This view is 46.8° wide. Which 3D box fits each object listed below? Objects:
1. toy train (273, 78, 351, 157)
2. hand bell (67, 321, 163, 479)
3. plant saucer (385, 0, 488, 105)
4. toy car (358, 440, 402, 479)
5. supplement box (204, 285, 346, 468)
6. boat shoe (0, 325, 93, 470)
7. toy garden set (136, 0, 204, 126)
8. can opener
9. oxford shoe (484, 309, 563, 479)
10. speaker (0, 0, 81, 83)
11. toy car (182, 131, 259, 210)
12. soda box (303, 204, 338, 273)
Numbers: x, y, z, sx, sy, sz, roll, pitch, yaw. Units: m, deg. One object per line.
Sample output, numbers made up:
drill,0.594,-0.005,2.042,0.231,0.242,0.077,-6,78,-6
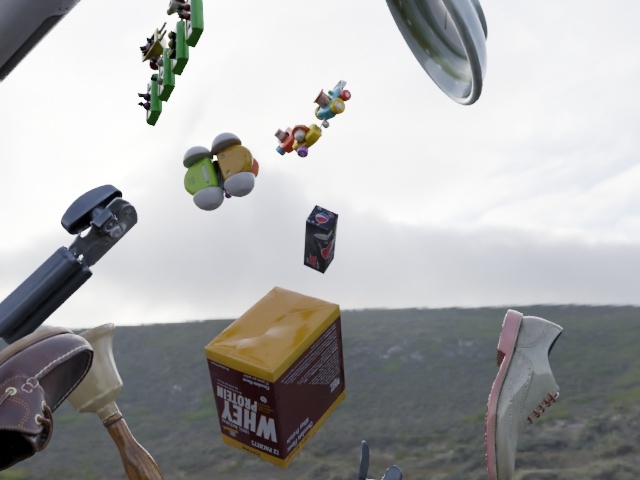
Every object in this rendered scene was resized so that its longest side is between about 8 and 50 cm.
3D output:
toy train,-0.022,-0.201,1.206,0.046,0.125,0.166,35,-73,-25
hand bell,-0.265,0.241,0.964,0.126,0.242,0.126,-33,-6,-4
plant saucer,0.257,-0.481,1.573,0.100,0.400,0.400,-31,-16,-2
toy car,0.082,0.377,1.008,0.149,0.188,0.155,-22,-54,30
supplement box,-0.065,0.215,1.187,0.129,0.194,0.191,14,34,30
boat shoe,-0.230,0.134,0.523,0.073,0.073,0.207,23,34,18
toy garden set,-0.289,-0.370,1.378,0.049,0.204,0.244,14,-43,-27
can opener,-0.403,0.031,1.144,0.095,0.283,0.076,38,-13,27
oxford shoe,0.448,0.348,1.628,0.146,0.397,0.140,9,-20,16
speaker,-0.209,-0.158,0.502,0.136,0.055,0.055,-24,-25,40
toy car,-0.229,-0.153,1.743,0.182,0.159,0.136,-24,-20,9
soda box,0.000,0.000,1.655,0.060,0.053,0.169,24,-34,15
